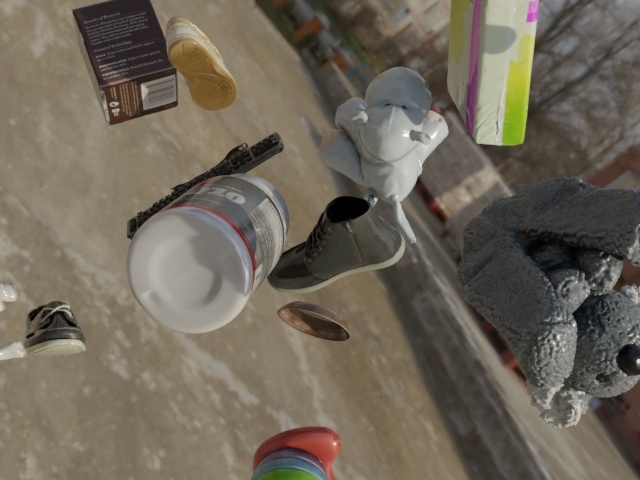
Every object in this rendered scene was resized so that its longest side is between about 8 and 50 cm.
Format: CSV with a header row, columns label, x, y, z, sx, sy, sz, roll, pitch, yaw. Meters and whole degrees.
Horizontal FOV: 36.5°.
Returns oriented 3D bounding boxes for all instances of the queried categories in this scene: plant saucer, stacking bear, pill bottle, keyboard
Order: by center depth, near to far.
label,x,y,z,sx,sy,sz,roll,pitch,yaw
pill bottle,-0.137,0.003,1.304,0.161,0.161,0.283,51,18,-6
stacking bear,-0.050,0.470,1.639,0.289,0.164,0.175,-85,176,-65
keyboard,-0.210,-0.107,1.753,0.033,0.317,0.201,60,-1,-14
plant saucer,-0.011,0.172,2.105,0.168,0.029,0.168,17,-21,7

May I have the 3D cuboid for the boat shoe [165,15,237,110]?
label,x,y,z,sx,sy,sz,roll,pitch,yaw
boat shoe,-0.149,-0.224,1.226,0.170,0.063,0.059,62,9,-66

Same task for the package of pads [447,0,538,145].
label,x,y,z,sx,sy,sz,roll,pitch,yaw
package of pads,0.286,-0.339,1.647,0.229,0.101,0.297,-100,-171,-58

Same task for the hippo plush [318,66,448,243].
label,x,y,z,sx,sy,sz,roll,pitch,yaw
hippo plush,0.101,-0.195,1.789,0.234,0.294,0.236,15,-19,13

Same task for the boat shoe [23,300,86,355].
label,x,y,z,sx,sy,sz,roll,pitch,yaw
boat shoe,-0.374,0.123,1.349,0.233,0.084,0.079,169,-80,-70

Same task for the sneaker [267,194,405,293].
label,x,y,z,sx,sy,sz,roll,pitch,yaw
sneaker,0.000,0.000,1.409,0.118,0.222,0.083,50,30,-43

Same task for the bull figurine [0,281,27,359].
label,x,y,z,sx,sy,sz,roll,pitch,yaw
bull figurine,-0.423,0.109,1.040,0.101,0.188,0.310,60,-24,11

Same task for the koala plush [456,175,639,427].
label,x,y,z,sx,sy,sz,roll,pitch,yaw
koala plush,0.252,0.069,0.946,0.221,0.196,0.203,50,-7,-32

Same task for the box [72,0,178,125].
label,x,y,z,sx,sy,sz,roll,pitch,yaw
box,-0.414,-0.387,2.081,0.168,0.167,0.203,104,-36,-66
